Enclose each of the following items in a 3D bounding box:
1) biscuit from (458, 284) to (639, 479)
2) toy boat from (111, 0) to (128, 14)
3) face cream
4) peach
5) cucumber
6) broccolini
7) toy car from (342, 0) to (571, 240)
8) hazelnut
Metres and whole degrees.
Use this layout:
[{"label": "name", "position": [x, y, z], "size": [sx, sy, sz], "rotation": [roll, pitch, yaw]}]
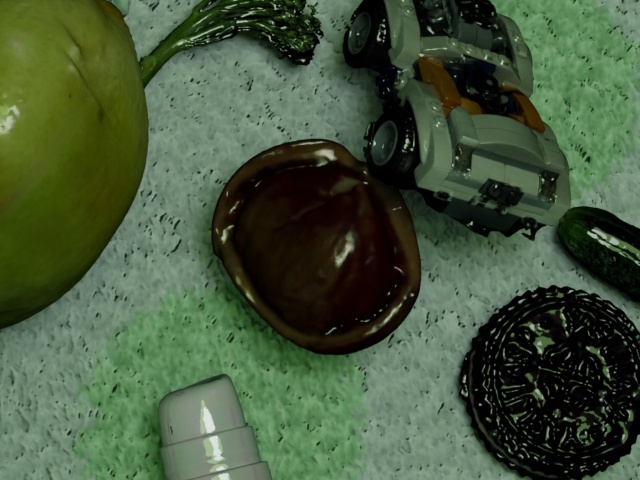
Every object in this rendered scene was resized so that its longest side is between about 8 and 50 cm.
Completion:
[{"label": "biscuit", "position": [0.230, 0.139, 1.716], "size": [0.195, 0.053, 0.194], "rotation": [2, 79, -12]}, {"label": "toy boat", "position": [-0.258, -0.254, 1.689], "size": [0.149, 0.034, 0.105], "rotation": [-8, 84, -13]}, {"label": "face cream", "position": [-0.075, 0.293, 1.598], "size": [0.102, 0.102, 0.345], "rotation": [-13, 84, -14]}, {"label": "peach", "position": [-0.295, -0.072, 1.520], "size": [0.281, 0.314, 0.315], "rotation": [53, 43, -33]}, {"label": "cucumber", "position": [0.339, 0.037, 1.749], "size": [0.241, 0.074, 0.074], "rotation": [26, 76, -4]}, {"label": "broccolini", "position": [-0.097, -0.159, 1.693], "size": [0.123, 0.062, 0.271], "rotation": [36, 69, 11]}, {"label": "toy car", "position": [0.126, -0.138, 1.656], "size": [0.193, 0.118, 0.301], "rotation": [16, 45, -26]}, {"label": "hazelnut", "position": [-0.005, 0.006, 1.634], "size": [0.202, 0.160, 0.170], "rotation": [39, 75, -10]}]
